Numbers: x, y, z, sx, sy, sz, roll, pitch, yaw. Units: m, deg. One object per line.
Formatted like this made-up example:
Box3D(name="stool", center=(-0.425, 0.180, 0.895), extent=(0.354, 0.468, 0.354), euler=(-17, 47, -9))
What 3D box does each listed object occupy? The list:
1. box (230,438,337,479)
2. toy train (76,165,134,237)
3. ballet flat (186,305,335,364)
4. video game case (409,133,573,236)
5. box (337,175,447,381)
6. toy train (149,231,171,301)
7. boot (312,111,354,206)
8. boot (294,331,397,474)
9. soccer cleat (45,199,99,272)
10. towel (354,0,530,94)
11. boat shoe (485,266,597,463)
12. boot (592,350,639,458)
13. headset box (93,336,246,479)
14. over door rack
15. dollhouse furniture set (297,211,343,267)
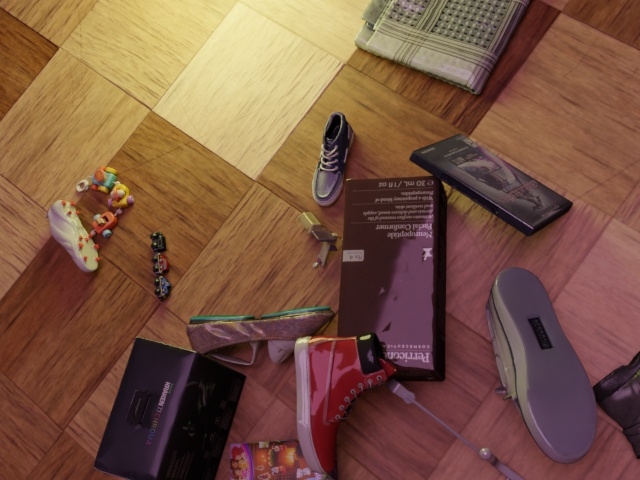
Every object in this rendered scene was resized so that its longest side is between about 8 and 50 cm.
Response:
Box3D(name="box", center=(-0.066, 0.523, 1.603), extent=(0.201, 0.057, 0.293), euler=(-8, 71, 14))
Box3D(name="toy train", center=(-0.494, -0.095, 1.934), extent=(0.125, 0.046, 0.166), euler=(-33, 67, 2))
Box3D(name="ballet flat", center=(-0.117, 0.193, 1.715), extent=(0.316, 0.107, 0.106), euler=(-6, 86, 20))
Box3D(name="video game case", center=(0.330, -0.113, 1.648), extent=(0.274, 0.196, 0.026), euler=(35, 124, 23))
Box3D(name="box", center=(0.141, 0.073, 1.653), extent=(0.191, 0.143, 0.381), euler=(-2, 74, 15))
Box3D(name="toy train", center=(-0.344, 0.055, 1.854), extent=(0.036, 0.027, 0.158), euler=(-9, 69, 1))
Box3D(name="boot", center=(0.018, -0.172, 1.794), extent=(0.069, 0.086, 0.190), euler=(9, 75, 18))
Box3D(name="boot", center=(0.051, 0.287, 1.512), extent=(0.176, 0.088, 0.244), euler=(-5, 84, 15))
Box3D(name="soccer cleat", center=(-0.554, -0.002, 1.915), extent=(0.076, 0.068, 0.196), euler=(-39, 67, 22))
Box3D(name="towel", center=(0.266, -0.500, 1.852), extent=(0.324, 0.056, 0.312), euler=(26, 81, 22))
Box3D(name="boat shoe", center=(0.369, 0.239, 1.535), extent=(0.136, 0.156, 0.367), euler=(-5, 56, -15))
Box3D(name="boot", center=(0.611, 0.258, 1.502), extent=(0.246, 0.083, 0.161), euler=(-40, 73, 6))
Box3D(name="headset box", center=(-0.276, 0.332, 1.603), extent=(0.131, 0.283, 0.246), euler=(12, 76, 18))
Box3D(name="over door rack", center=(0.186, 0.434, 1.507), extent=(0.324, 0.108, 0.239), euler=(36, 84, 11))
Box3D(name="dollhouse furniture set", center=(0.000, 0.000, 1.786), extent=(0.114, 0.091, 0.081), euler=(52, 133, 45))
